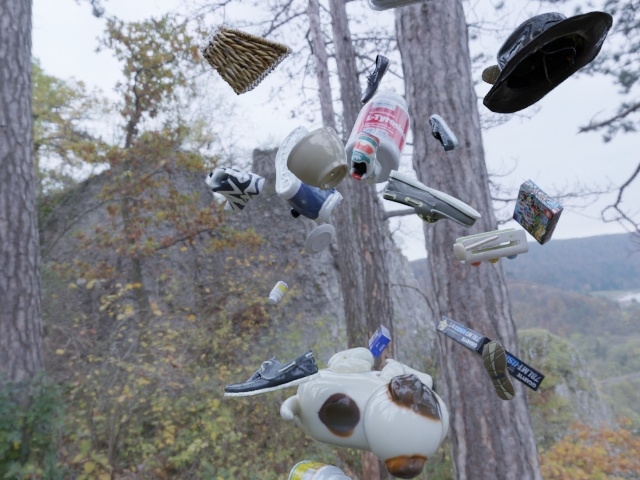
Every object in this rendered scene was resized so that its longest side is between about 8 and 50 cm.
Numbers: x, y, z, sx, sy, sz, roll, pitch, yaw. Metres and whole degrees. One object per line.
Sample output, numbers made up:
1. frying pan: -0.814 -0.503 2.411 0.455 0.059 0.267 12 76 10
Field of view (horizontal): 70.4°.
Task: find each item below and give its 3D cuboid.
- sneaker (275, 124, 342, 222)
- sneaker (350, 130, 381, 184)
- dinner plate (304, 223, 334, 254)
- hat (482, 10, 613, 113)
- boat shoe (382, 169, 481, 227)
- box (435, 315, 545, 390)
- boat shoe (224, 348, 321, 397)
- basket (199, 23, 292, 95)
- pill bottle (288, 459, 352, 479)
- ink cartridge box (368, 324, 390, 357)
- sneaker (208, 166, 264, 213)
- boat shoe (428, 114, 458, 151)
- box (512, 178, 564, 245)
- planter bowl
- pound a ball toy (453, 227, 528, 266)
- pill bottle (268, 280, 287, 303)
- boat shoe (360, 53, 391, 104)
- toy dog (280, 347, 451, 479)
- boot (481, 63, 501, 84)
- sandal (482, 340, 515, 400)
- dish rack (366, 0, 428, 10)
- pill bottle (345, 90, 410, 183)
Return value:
1. sneaker: -0.027 -0.207 1.521 0.130 0.322 0.236 -27 -46 34
2. sneaker: 0.084 -0.147 0.919 0.057 0.075 0.161 25 -18 15
3. dinner plate: 0.000 0.000 1.727 0.141 0.017 0.141 -27 -37 -23
4. hat: 0.547 -0.483 1.162 0.332 0.133 0.331 -20 -19 -7
5. boat shoe: 0.293 -0.099 1.239 0.109 0.091 0.305 13 17 -46
6. box: 0.613 0.405 1.670 0.296 0.073 0.293 33 -4 -14
7. boat shoe: -0.117 0.319 1.076 0.233 0.079 0.084 -9 -13 -22
8. basket: -0.241 -0.636 1.494 0.223 0.213 0.299 -38 16 15
9. pill bottle: 0.004 0.675 1.242 0.118 0.117 0.208 -6 -14 -31
10. ink cartridge box: 0.253 0.431 1.955 0.097 0.046 0.207 -55 -4 4
11. sneaker: -0.292 -0.169 1.443 0.153 0.094 0.235 25 -19 -24
12. boat shoe: 0.335 -0.302 1.271 0.040 0.142 0.049 -22 -37 -2
13. box: 0.783 -0.099 1.648 0.044 0.159 0.233 -33 -31 -3
14. planter bowl: 0.007 -0.201 1.193 0.162 0.109 0.162 -33 -21 -14
15. pound a ball toy: 0.726 0.042 1.958 0.319 0.135 0.208 -12 3 5
16. pill bottle: -0.153 0.187 1.616 0.043 0.043 0.083 -16 29 41
17. boat shoe: 0.205 -0.643 1.808 0.065 0.206 0.075 27 3 -26
18. toy dog: 0.140 0.425 1.166 0.396 0.284 0.408 19 -16 -32
19. boot: 0.732 -0.617 1.702 0.213 0.077 0.165 11 18 36
20. sandal: 0.554 0.403 1.411 0.072 0.180 0.049 -19 -7 22
21. dish rack: 0.285 -0.814 1.279 0.333 0.285 0.072 -2 -12 21
22. pill bottle: 0.251 -0.448 1.912 0.229 0.407 0.229 12 -40 10
